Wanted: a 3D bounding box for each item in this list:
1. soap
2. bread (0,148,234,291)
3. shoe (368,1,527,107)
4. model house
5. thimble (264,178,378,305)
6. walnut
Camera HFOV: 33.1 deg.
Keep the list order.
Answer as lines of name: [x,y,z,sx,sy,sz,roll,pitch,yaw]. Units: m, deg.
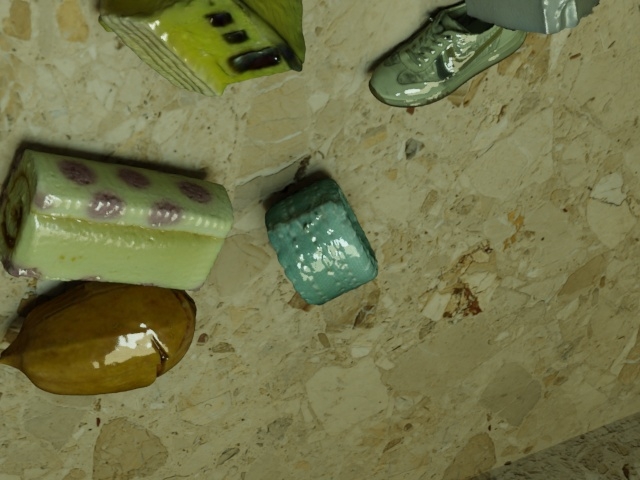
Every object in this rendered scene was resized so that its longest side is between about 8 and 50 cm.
soap: [0.370,-0.407,1.548,0.302,0.258,0.159,-18,112,-17]
bread: [-0.312,-0.027,1.651,0.338,0.155,0.187,8,121,-35]
shoe: [0.197,-0.308,1.704,0.275,0.103,0.098,-32,142,-6]
model house: [-0.161,-0.308,1.438,0.234,0.174,0.193,-10,152,26]
thimble: [0.000,0.000,1.840,0.143,0.198,0.235,-27,161,4]
walnut: [-0.370,0.161,1.799,0.336,0.209,0.209,-15,141,-6]
